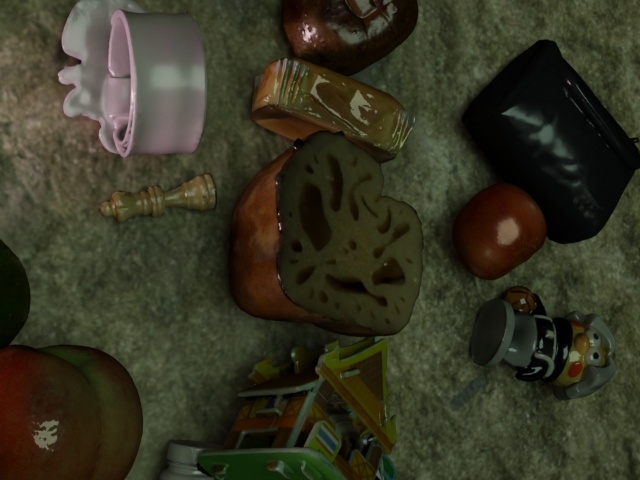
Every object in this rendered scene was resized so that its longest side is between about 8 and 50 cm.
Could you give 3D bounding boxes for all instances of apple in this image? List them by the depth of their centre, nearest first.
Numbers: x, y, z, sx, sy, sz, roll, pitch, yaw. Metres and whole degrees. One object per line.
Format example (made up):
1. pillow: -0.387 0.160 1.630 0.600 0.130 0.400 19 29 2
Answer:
1. apple: 0.294 -0.018 1.686 0.163 0.163 0.139 -34 88 -21

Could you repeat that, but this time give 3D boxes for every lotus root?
1. lotus root: 0.000 0.000 1.528 0.316 0.250 0.316 7 77 -31

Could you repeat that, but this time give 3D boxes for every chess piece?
1. chess piece: -0.243 -0.060 1.515 0.172 0.060 0.060 -10 92 -19

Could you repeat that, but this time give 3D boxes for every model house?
1. model house: 0.051 0.303 1.516 0.358 0.242 0.313 50 49 -27

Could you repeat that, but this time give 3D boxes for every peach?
1. peach: -0.365 0.256 1.350 0.252 0.252 0.252 1 87 -23

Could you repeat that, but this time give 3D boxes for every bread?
1. bread: 0.016 -0.203 1.587 0.241 0.136 0.107 19 78 -22

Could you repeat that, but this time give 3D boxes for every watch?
1. watch: -0.260 -0.239 1.423 0.196 0.231 0.244 -5 92 -20

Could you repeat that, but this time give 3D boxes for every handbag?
1. handbag: 0.429 -0.186 1.732 0.275 0.178 0.302 -46 104 -20

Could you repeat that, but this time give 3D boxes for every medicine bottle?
1. medicine bottle: -0.193 0.393 1.489 0.103 0.103 0.187 10 85 -22

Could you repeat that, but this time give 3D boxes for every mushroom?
1. mushroom: 0.049 -0.371 1.606 0.231 0.138 0.194 -46 104 -18

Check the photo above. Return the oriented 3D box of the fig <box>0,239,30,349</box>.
1. fig: -0.478 0.071 1.315 0.203 0.235 0.203 1 87 -18

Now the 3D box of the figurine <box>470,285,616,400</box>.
1. figurine: 0.388 0.175 1.731 0.236 0.133 0.176 18 62 -15
